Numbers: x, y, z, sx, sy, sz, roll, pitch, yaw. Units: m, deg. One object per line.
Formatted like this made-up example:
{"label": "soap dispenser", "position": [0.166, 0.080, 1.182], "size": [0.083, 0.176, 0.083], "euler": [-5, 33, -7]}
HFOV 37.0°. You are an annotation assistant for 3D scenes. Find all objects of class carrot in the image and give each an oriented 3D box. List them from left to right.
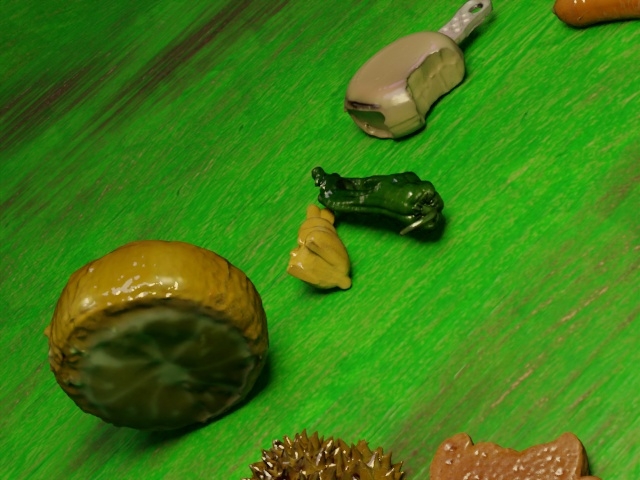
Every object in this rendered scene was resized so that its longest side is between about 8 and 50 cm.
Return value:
{"label": "carrot", "position": [0.431, -0.318, 1.271], "size": [0.271, 0.062, 0.066], "euler": [9, 22, 41]}

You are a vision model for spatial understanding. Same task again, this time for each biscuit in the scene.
{"label": "biscuit", "position": [0.188, 0.259, 0.824], "size": [0.183, 0.043, 0.280], "euler": [-44, 40, -4]}

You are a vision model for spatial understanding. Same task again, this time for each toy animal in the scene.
{"label": "toy animal", "position": [0.002, 0.003, 1.264], "size": [0.070, 0.083, 0.159], "euler": [-54, 18, 22]}

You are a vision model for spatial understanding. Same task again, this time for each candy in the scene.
{"label": "candy", "position": [-0.187, 0.114, 1.122], "size": [0.260, 0.260, 0.118], "euler": [-28, 41, 12]}

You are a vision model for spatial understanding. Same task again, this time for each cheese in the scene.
{"label": "cheese", "position": [0.158, -0.268, 1.419], "size": [0.286, 0.082, 0.163], "euler": [-46, 37, -15]}

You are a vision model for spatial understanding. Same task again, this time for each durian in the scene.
{"label": "durian", "position": [-0.017, 0.275, 0.908], "size": [0.183, 0.138, 0.249], "euler": [-11, 36, 44]}

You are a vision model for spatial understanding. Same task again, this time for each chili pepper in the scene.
{"label": "chili pepper", "position": [0.076, -0.055, 1.239], "size": [0.257, 0.100, 0.074], "euler": [11, 101, 54]}
